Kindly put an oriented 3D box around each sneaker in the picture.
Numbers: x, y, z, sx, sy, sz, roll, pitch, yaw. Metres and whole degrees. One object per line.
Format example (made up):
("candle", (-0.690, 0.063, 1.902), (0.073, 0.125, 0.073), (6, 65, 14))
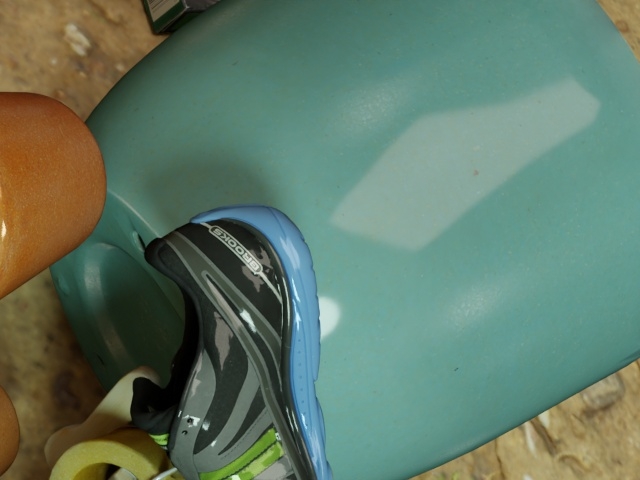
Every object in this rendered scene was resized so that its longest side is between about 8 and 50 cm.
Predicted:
("sneaker", (-0.037, 0.080, 0.558), (0.078, 0.067, 0.188), (-8, 98, -17))

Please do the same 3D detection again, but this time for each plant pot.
("plant pot", (0.000, 0.000, 0.723), (0.235, 0.293, 0.293), (-30, 90, -28))

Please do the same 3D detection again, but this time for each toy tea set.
("toy tea set", (-0.155, 0.086, 0.595), (0.124, 0.200, 0.336), (-26, 93, -60))

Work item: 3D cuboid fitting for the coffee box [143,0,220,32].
("coffee box", (-0.084, -0.228, 0.915), (0.113, 0.040, 0.184), (-8, 75, -42))
